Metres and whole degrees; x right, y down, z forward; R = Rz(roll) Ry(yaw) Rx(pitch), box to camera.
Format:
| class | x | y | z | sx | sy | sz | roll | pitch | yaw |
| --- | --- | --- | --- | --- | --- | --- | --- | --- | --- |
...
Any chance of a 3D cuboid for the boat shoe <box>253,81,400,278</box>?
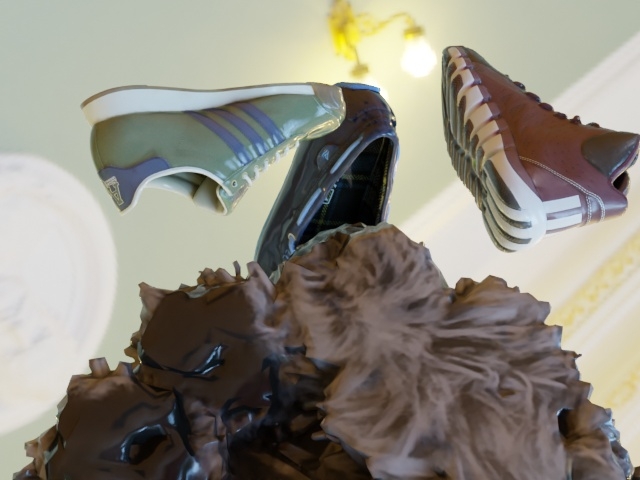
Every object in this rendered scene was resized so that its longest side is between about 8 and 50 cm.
| class | x | y | z | sx | sy | sz | roll | pitch | yaw |
| --- | --- | --- | --- | --- | --- | --- | --- | --- | --- |
| boat shoe | 0.000 | 0.000 | 1.051 | 0.109 | 0.258 | 0.089 | -4 | -146 | -19 |

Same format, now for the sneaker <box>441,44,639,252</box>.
| class | x | y | z | sx | sy | sz | roll | pitch | yaw |
| --- | --- | --- | --- | --- | --- | --- | --- | --- | --- |
| sneaker | 0.215 | -0.097 | 1.239 | 0.163 | 0.106 | 0.281 | -8 | -137 | -6 |

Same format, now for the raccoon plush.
| class | x | y | z | sx | sy | sz | roll | pitch | yaw |
| --- | --- | --- | --- | --- | --- | --- | --- | --- | --- |
| raccoon plush | 0.052 | 0.205 | 0.500 | 0.216 | 0.299 | 0.446 | -37 | -121 | -22 |

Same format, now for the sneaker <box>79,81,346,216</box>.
| class | x | y | z | sx | sy | sz | roll | pitch | yaw |
| --- | --- | --- | --- | --- | --- | --- | --- | --- | --- |
| sneaker | -0.065 | -0.057 | 0.876 | 0.192 | 0.086 | 0.064 | -5 | 168 | -30 |
